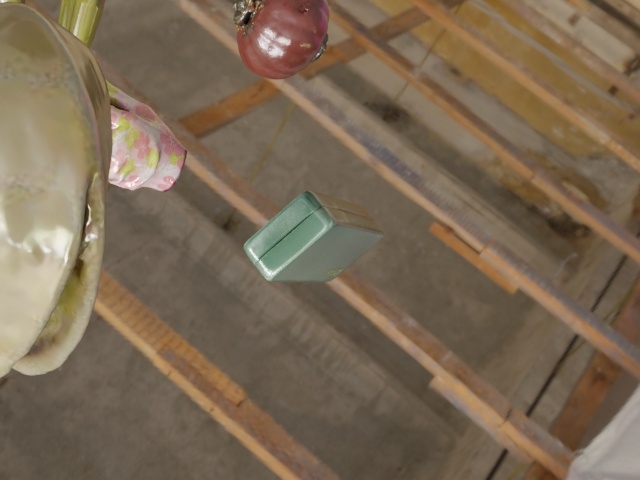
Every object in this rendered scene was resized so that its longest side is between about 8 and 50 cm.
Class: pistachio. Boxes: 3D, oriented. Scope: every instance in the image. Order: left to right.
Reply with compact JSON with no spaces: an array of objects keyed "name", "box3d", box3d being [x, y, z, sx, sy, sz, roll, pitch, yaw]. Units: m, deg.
[{"name":"pistachio","box3d":[-0.173,-0.016,0.438,0.152,0.223,0.126,41,-145,23]}]

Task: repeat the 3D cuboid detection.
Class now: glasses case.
[{"name":"glasses case","box3d":[0.000,0.000,0.775,0.039,0.078,0.184,52,-168,13]}]

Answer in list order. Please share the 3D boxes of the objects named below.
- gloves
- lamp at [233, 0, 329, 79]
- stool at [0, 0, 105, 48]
[{"name":"gloves","box3d":[-0.348,-0.175,1.431,0.241,0.145,0.126,24,-160,-32]},{"name":"lamp","box3d":[-0.036,-0.199,0.795,0.090,0.101,0.101,23,-140,-32]},{"name":"stool","box3d":[-0.277,-0.214,0.857,0.134,0.110,0.135,11,-169,16]}]
